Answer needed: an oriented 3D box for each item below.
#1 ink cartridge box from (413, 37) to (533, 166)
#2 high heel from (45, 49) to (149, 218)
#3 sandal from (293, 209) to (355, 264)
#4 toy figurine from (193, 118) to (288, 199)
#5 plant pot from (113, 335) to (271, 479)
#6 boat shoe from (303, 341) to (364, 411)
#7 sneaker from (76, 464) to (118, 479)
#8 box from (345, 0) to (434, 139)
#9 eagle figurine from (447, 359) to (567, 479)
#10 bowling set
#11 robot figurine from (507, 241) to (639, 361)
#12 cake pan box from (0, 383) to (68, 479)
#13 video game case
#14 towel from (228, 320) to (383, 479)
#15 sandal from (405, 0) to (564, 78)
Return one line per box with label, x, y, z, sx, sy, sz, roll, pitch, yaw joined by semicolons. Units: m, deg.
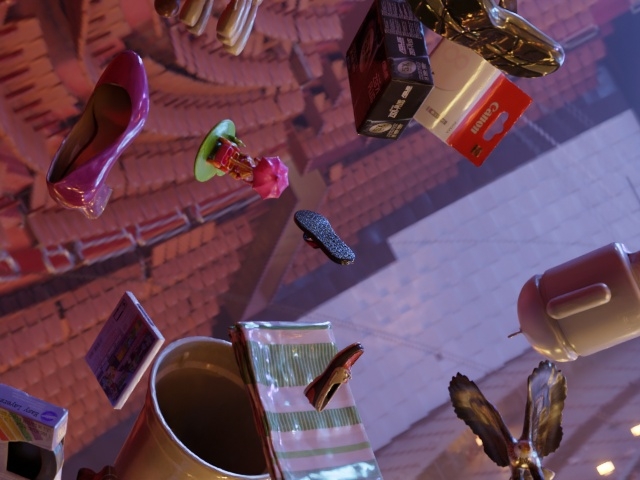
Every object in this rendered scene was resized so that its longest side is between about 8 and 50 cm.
ink cartridge box;0.298;-0.291;1.766;0.189;0.232;0.066;-52;-178;9
high heel;-0.441;-0.237;1.706;0.127;0.377;0.181;6;165;9
sandal;0.000;0.000;1.603;0.067;0.179;0.040;-6;128;-33
toy figurine;-0.132;-0.131;1.622;0.130;0.159;0.173;-61;166;-3
plant pot;-0.257;0.418;1.731;0.305;0.334;0.334;-52;171;31
boat shoe;0.028;0.226;1.427;0.137;0.043;0.049;-48;148;12
sneaker;-0.446;0.531;1.612;0.281;0.106;0.162;-49;-144;22
box;0.110;-0.282;1.410;0.078;0.180;0.147;5;149;-20
eagle figurine;0.420;0.418;1.822;0.226;0.298;0.225;2;159;-29
bowling set;-0.226;-0.499;1.741;0.287;0.200;0.154;-141;-105;-83
robot figurine;0.569;0.133;1.811;0.354;0.199;0.300;-26;159;24
cake pan box;-0.664;0.422;1.808;0.070;0.267;0.245;-63;171;-57
video game case;-0.448;0.247;1.944;0.023;0.183;0.201;21;108;-48
towel;-0.022;0.291;1.509;0.248;0.324;0.038;5;146;-43
sandal;0.229;-0.326;1.204;0.303;0.086;0.120;25;164;-36
